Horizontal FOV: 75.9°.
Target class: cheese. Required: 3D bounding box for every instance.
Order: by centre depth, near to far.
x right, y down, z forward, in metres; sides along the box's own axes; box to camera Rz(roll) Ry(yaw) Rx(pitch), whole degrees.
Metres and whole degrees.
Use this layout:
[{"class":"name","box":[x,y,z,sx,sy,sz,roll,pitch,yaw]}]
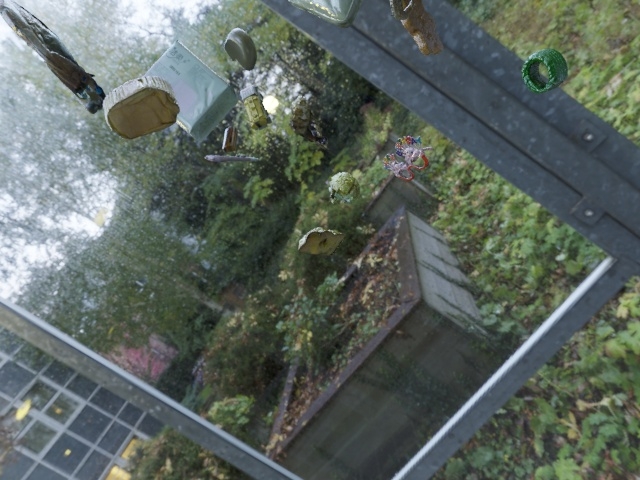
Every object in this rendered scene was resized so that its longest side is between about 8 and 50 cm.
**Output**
[{"class":"cheese","box":[-0.406,-0.977,2.116,0.091,0.203,0.175,-41,9,-35]}]

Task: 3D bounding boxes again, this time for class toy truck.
[{"class":"toy truck","box":[-0.310,-0.629,1.954,0.097,0.227,0.114,-23,-19,10]}]

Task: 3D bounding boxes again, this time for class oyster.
[{"class":"oyster","box":[-0.048,-0.502,1.843,0.094,0.294,0.166,-51,29,-20]}]

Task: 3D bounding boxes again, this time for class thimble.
[{"class":"thimble","box":[0.723,-0.544,1.326,0.090,0.130,0.118,-25,-23,-26]}]

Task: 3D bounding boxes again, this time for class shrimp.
[{"class":"shrimp","box":[-0.971,-0.673,1.503,0.109,0.446,0.221,-37,31,1]}]

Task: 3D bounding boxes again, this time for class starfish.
[{"class":"starfish","box":[0.248,-1.002,1.390,0.082,0.323,0.433,-6,76,33]}]

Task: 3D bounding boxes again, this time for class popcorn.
[{"class":"popcorn","box":[0.128,-0.284,2.344,0.212,0.198,0.198,-33,15,25]}]

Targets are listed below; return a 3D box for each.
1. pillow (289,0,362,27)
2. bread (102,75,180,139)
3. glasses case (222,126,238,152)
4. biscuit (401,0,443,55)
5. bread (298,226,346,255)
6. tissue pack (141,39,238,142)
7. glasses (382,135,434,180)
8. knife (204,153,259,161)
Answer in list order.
[{"class":"pillow","box":[0.052,-0.799,1.158,0.119,0.255,0.323,-7,-51,-57]},{"class":"bread","box":[-0.630,-0.471,1.449,0.249,0.133,0.179,-30,-31,-3]},{"class":"glasses case","box":[-0.479,-0.537,2.175,0.041,0.064,0.170,77,-173,-50]},{"class":"biscuit","box":[0.384,-0.922,1.684,0.052,0.355,0.275,-26,8,42]},{"class":"bread","box":[0.000,0.000,2.032,0.232,0.088,0.161,4,-53,-43]},{"class":"tissue pack","box":[-0.693,-0.782,2.169,0.332,0.405,0.205,-48,-10,-2]},{"class":"glasses","box":[0.373,-0.362,1.754,0.095,0.162,0.255,-61,8,-33]},{"class":"knife","box":[-0.452,-0.429,2.129,0.398,0.132,0.038,-31,-53,-67]}]
